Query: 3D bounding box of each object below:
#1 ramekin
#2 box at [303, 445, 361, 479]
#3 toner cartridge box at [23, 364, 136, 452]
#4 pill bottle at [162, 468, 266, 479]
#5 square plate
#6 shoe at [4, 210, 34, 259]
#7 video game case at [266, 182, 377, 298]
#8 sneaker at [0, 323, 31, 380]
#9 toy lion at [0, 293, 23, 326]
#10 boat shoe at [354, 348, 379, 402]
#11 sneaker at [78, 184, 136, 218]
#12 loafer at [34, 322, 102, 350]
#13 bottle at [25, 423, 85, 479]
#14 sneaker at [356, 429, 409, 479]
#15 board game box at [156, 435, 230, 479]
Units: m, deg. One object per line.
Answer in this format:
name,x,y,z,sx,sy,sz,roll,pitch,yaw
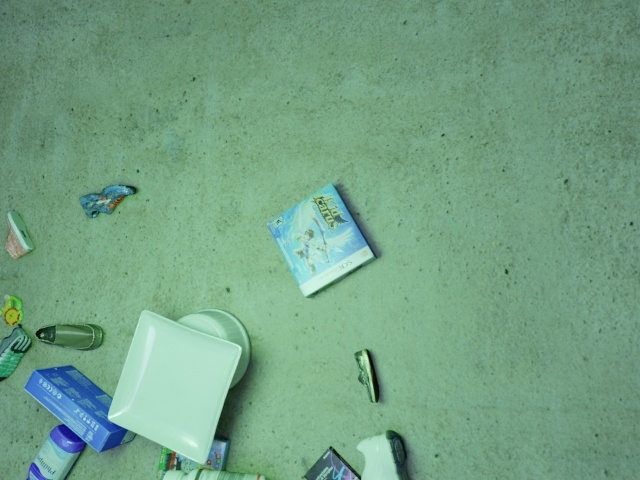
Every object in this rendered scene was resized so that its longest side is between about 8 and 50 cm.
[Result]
ramekin,-0.362,0.343,1.597,0.273,0.127,0.272,-3,80,15
box,0.046,0.687,1.476,0.162,0.029,0.116,41,94,19
toner cartridge box,-0.758,0.529,1.663,0.348,0.165,0.075,29,90,19
pill bottle,-0.301,0.736,1.465,0.283,0.161,0.161,5,82,1
square plate,-0.421,0.415,1.511,0.347,0.049,0.344,16,87,18
shoe,-1.128,-0.019,1.909,0.081,0.063,0.178,-33,78,4
video game case,0.000,0.000,1.583,0.244,0.061,0.269,-32,74,8
sneaker,-1.117,0.405,1.845,0.223,0.083,0.098,-47,52,0
toy lion,-1.116,0.257,1.882,0.096,0.034,0.100,26,89,11
boat shoe,0.132,0.390,1.489,0.049,0.056,0.152,-17,67,18
sneaker,-0.736,-0.137,1.817,0.221,0.083,0.087,-17,90,18
loafer,-0.859,0.328,1.763,0.251,0.087,0.094,-3,80,16
bottle,-0.888,0.747,1.702,0.118,0.092,0.282,33,91,17
sneaker,0.184,0.675,1.414,0.129,0.111,0.297,-20,72,28
board game box,-0.392,0.673,1.599,0.212,0.039,0.160,8,83,16
